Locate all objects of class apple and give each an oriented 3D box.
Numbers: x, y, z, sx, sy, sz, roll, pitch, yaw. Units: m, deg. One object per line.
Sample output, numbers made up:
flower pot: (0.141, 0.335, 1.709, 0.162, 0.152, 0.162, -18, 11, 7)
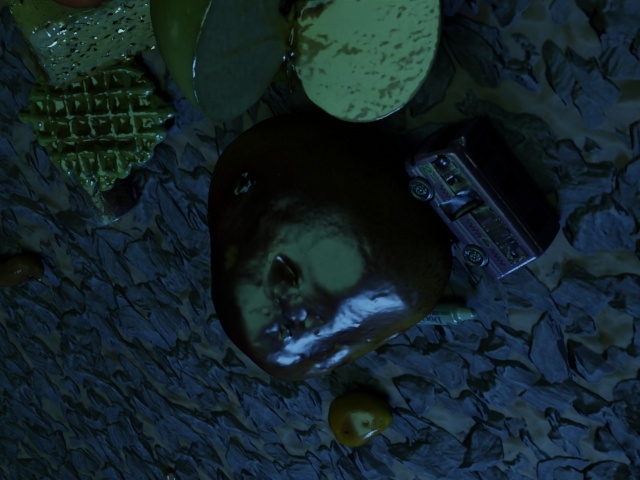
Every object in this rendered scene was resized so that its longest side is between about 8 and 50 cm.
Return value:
apple: (-0.031, -0.265, 1.190, 0.233, 0.295, 0.257, -120, 31, -51)

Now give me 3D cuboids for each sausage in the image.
sausage: (-0.275, 0.485, 2.207, 0.026, 0.026, 0.116, 5, 125, 39)

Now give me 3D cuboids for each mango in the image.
mango: (0.058, 0.261, 1.698, 0.114, 0.060, 0.080, -9, 100, 47)

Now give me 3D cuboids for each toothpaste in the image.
toothpaste: (0.127, 0.095, 1.523, 0.197, 0.029, 0.048, -2, 120, 46)

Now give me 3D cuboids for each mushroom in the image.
mushroom: (0.000, 0.000, 1.451, 0.345, 0.259, 0.345, 4, 102, 22)

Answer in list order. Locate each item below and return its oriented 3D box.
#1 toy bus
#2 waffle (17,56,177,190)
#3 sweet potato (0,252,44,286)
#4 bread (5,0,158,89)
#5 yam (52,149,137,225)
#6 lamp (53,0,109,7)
toy bus: (0.185, -0.051, 1.307, 0.178, 0.087, 0.098, 50, 139, -8)
waffle: (-0.320, -0.181, 1.633, 0.208, 0.054, 0.214, 42, 117, 0)
sweet potato: (-0.562, 0.056, 2.086, 0.202, 0.058, 0.055, -7, 75, 40)
bread: (-0.279, -0.369, 1.384, 0.248, 0.279, 0.315, 100, 157, -84)
yam: (-0.341, -0.099, 1.739, 0.079, 0.079, 0.141, -9, 116, 45)
lamp: (-0.247, -0.336, 1.166, 0.164, 0.188, 0.187, 42, 141, 16)
